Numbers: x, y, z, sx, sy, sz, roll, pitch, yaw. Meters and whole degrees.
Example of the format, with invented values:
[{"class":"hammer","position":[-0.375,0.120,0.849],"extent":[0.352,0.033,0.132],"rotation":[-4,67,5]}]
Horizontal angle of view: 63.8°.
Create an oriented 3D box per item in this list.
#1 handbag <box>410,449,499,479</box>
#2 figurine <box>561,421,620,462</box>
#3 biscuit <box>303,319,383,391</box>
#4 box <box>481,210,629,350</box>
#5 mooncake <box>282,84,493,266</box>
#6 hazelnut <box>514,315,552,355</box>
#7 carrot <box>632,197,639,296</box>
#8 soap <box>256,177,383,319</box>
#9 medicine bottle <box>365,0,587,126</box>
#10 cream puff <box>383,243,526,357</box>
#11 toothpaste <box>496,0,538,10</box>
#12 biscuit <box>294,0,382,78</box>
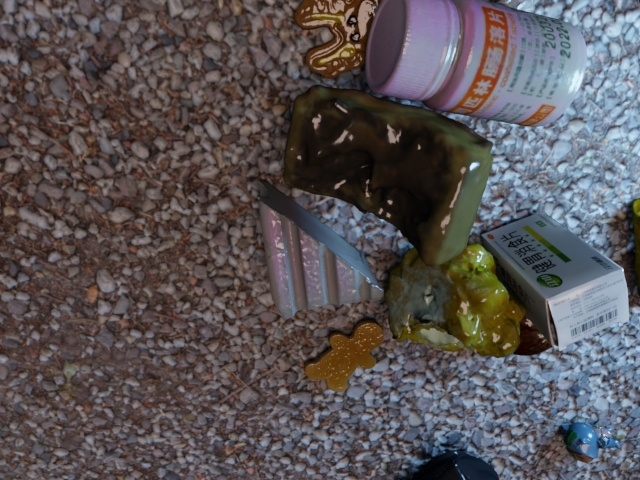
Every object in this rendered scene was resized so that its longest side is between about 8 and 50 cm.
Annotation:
[{"class":"handbag","position":[0.375,0.762,1.553],"extent":[0.178,0.275,0.302],"rotation":[47,106,24]},{"class":"figurine","position":[0.829,0.630,1.581],"extent":[0.178,0.114,0.145],"rotation":[2,114,-17]},{"class":"biscuit","position":[0.074,0.303,1.384],"extent":[0.158,0.035,0.240],"rotation":[39,103,-22]},{"class":"box","position":[0.529,0.080,1.188],"extent":[0.173,0.333,0.145],"rotation":[-23,118,2]},{"class":"mooncake","position":[0.125,-0.150,1.012],"extent":[0.393,0.393,0.246],"rotation":[12,113,-14]},{"class":"hazelnut","position":[0.523,0.212,1.332],"extent":[0.178,0.178,0.204],"rotation":[-32,112,6]},{"class":"carrot","position":[0.881,0.038,1.339],"extent":[0.114,0.114,0.302],"rotation":[-20,112,1]},{"class":"soap","position":[0.000,0.000,1.183],"extent":[0.257,0.159,0.303],"rotation":[-7,115,-1]},{"class":"medicine bottle","position":[0.301,-0.360,1.020],"extent":[0.388,0.219,0.219],"rotation":[6,111,-18]},{"class":"cream puff","position":[0.330,0.135,1.238],"extent":[0.269,0.323,0.275],"rotation":[11,81,-38]},{"class":"toothpaste","position":[0.498,-0.596,1.060],"extent":[0.100,0.066,0.323],"rotation":[39,98,-24]},{"class":"biscuit","position":[0.100,-0.452,1.076],"extent":[0.295,0.044,0.186],"rotation":[-17,116,0]}]
